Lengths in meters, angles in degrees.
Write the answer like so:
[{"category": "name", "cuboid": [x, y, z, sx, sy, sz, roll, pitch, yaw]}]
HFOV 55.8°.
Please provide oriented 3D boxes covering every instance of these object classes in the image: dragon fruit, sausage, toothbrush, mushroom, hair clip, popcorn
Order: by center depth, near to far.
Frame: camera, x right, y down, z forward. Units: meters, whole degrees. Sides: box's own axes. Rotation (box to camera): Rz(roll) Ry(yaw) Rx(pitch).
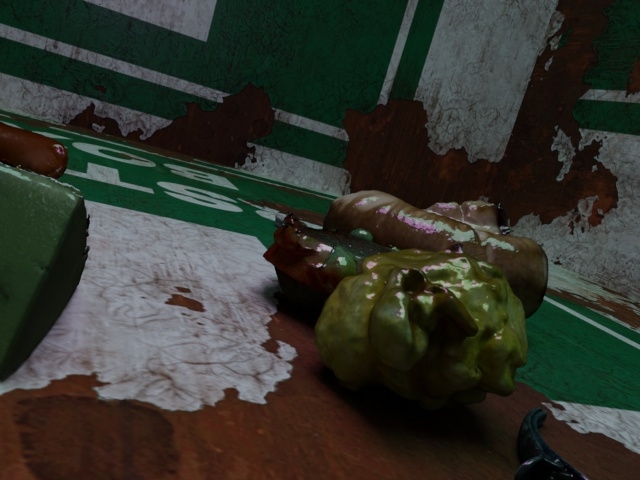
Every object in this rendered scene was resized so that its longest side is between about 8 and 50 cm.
[{"category": "hair clip", "cuboid": [0.235, 0.216, 0.650, 0.070, 0.039, 0.229, 17, 8, 12]}, {"category": "popcorn", "cuboid": [0.114, 0.090, 0.691, 0.233, 0.193, 0.266, 12, -8, 8]}, {"category": "dragon fruit", "cuboid": [0.032, 0.048, 0.966, 0.268, 0.130, 0.295, 20, 10, 17]}, {"category": "mushroom", "cuboid": [0.206, 0.038, 1.216, 0.396, 0.225, 0.314, 7, 26, -13]}, {"category": "sausage", "cuboid": [-0.660, -0.195, 1.261, 0.330, 0.102, 0.102, 19, 10, 18]}, {"category": "toothbrush", "cuboid": [0.000, 0.000, 1.513, 0.307, 0.030, 0.025, 25, 24, 31]}]

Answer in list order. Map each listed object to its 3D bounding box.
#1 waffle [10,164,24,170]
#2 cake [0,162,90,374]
[{"category": "waffle", "cuboid": [-0.564, -0.097, 1.004, 0.249, 0.056, 0.253, 25, 15, 39]}, {"category": "cake", "cuboid": [-0.333, 0.050, 0.589, 0.157, 0.172, 0.283, 21, -24, -12]}]
